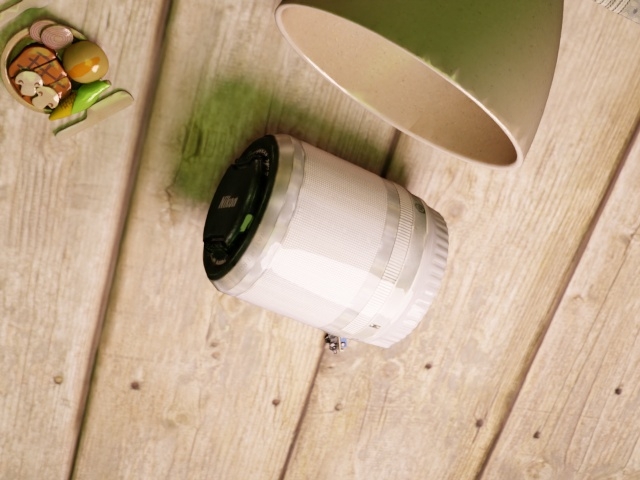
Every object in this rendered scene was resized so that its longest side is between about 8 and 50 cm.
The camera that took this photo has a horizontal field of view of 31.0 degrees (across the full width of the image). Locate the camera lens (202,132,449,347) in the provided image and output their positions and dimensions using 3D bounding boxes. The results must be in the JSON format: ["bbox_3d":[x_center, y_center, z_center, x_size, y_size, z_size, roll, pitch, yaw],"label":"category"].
[{"bbox_3d":[0.000,0.000,1.503,0.274,0.219,0.219,22,116,-22],"label":"camera lens"}]

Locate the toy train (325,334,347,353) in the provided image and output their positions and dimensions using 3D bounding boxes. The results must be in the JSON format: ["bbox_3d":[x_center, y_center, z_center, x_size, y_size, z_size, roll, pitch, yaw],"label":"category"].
[{"bbox_3d":[0.024,0.100,1.688,0.036,0.027,0.158,-12,124,-14],"label":"toy train"}]

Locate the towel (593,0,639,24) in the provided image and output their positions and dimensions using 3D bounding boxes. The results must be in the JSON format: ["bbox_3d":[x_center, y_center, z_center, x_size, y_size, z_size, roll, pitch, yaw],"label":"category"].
[{"bbox_3d":[0.422,-0.426,1.408,0.324,0.056,0.312,21,120,-23],"label":"towel"}]

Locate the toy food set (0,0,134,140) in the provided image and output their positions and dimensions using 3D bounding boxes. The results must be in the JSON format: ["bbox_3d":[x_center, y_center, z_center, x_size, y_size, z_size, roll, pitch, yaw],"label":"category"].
[{"bbox_3d":[-0.329,-0.210,1.423,0.132,0.038,0.192,-29,122,9],"label":"toy food set"}]

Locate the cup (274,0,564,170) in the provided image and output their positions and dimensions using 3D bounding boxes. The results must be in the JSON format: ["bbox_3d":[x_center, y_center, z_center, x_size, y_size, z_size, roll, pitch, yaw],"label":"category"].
[{"bbox_3d":[0.147,-0.268,1.331,0.331,0.331,0.237,35,83,-26],"label":"cup"}]
